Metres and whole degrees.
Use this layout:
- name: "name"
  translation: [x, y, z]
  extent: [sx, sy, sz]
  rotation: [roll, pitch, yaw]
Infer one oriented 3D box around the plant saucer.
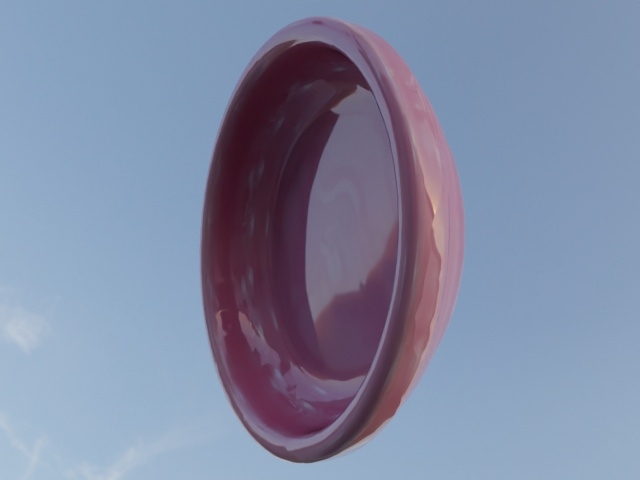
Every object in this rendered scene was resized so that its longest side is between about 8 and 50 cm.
- name: "plant saucer"
  translation: [0.000, 0.000, 0.542]
  extent: [0.084, 0.332, 0.332]
  rotation: [3, -44, -30]
